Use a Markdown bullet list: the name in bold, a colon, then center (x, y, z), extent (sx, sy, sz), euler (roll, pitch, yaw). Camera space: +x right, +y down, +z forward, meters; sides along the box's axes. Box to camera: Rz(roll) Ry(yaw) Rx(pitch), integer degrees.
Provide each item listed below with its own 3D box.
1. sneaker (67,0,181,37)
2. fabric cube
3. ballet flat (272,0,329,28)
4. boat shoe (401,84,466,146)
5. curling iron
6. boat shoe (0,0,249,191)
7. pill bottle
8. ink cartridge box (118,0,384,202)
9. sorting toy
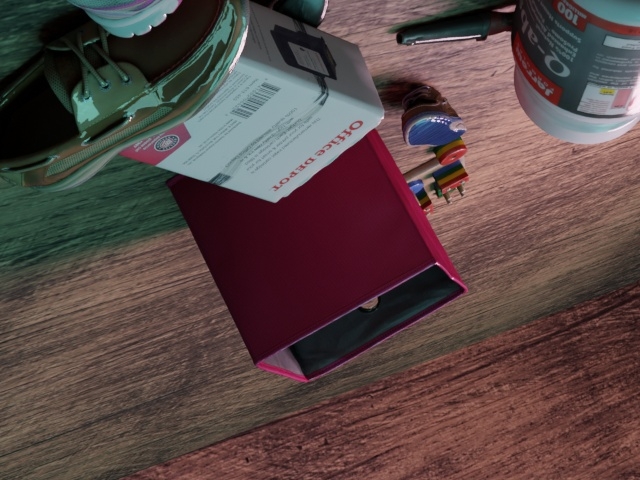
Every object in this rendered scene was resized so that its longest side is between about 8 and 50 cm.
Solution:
- **sneaker**: center (-0.120, -0.254, 1.349), extent (0.252, 0.103, 0.111), euler (-36, 165, 25)
- **fabric cube**: center (0.000, 0.000, 2.089), extent (0.254, 0.258, 0.259), euler (-31, 164, 7)
- **ballet flat**: center (-0.039, -0.223, 1.729), extent (0.057, 0.049, 0.173), euler (7, 144, -25)
- **boat shoe**: center (0.134, -0.162, 2.153), extent (0.066, 0.066, 0.183), euler (-29, 171, 13)
- **curling iron**: center (0.195, -0.253, 2.022), extent (0.274, 0.035, 0.068), euler (-14, 159, -43)
- **boat shoe**: center (-0.199, -0.146, 1.538), extent (0.324, 0.123, 0.116), euler (-38, 159, 27)
- **pill bottle**: center (0.327, -0.258, 1.876), extent (0.210, 0.210, 0.363), euler (-25, 161, -11)
- **ink cartridge box**: center (-0.079, -0.144, 1.681), extent (0.172, 0.100, 0.237), euler (-37, 147, 30)
- **sorting toy**: center (0.168, -0.074, 2.537), extent (0.132, 0.046, 0.274), euler (-27, 165, -2)
